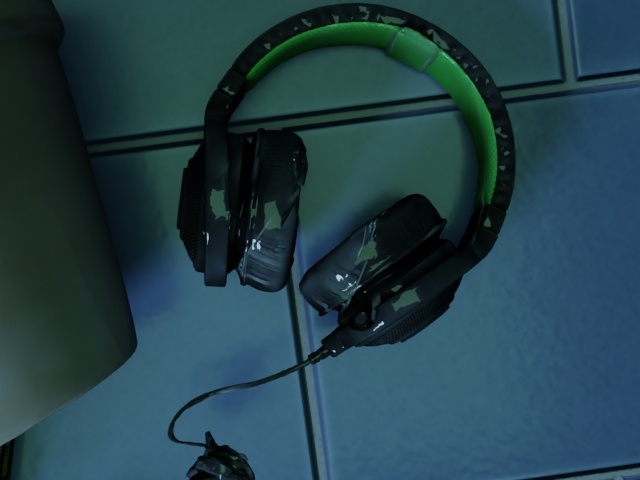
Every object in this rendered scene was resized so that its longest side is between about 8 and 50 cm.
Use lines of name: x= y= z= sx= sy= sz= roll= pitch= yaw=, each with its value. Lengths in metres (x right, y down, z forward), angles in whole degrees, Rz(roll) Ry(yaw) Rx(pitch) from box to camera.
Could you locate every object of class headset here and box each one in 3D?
headset: x=0.000 y=0.000 z=0.727 sx=0.243 sy=0.185 sz=0.394 roll=26 pitch=80 yaw=-3

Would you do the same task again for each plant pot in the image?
plant pot: x=-0.275 y=0.000 z=0.656 sx=0.323 sy=0.323 sz=0.280 roll=-28 pitch=96 yaw=0

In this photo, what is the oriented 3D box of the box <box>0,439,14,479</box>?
box: x=-0.344 y=0.148 z=0.793 sx=0.184 sy=0.045 sz=0.190 roll=7 pitch=92 yaw=-1
